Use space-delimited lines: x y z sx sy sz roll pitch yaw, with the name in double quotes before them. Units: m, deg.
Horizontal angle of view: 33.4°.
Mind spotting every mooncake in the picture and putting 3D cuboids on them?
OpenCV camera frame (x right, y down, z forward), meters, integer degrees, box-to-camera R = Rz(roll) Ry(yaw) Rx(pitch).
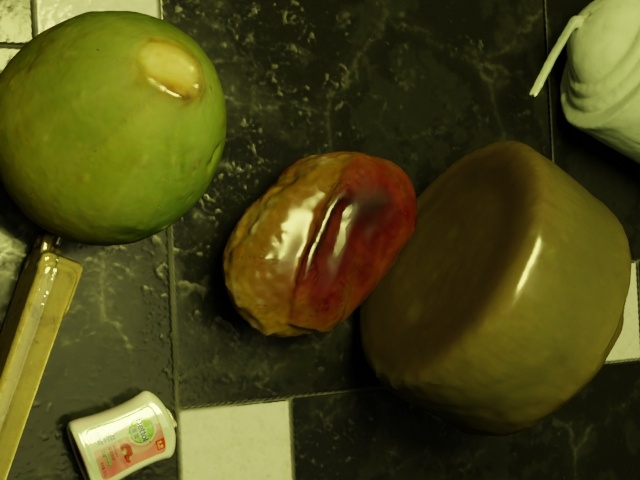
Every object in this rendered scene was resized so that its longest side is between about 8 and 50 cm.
"mooncake" 0.174 0.052 1.069 0.156 0.284 0.284 28 76 -23

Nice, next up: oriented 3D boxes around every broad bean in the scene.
"broad bean" 0.000 0.001 1.077 0.228 0.122 0.156 -43 117 -17

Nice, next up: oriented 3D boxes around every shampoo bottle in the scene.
"shampoo bottle" -0.185 0.189 1.021 0.099 0.043 0.072 -21 97 -25

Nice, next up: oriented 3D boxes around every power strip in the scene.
"power strip" -0.279 0.131 0.966 0.044 0.064 0.305 21 79 -26

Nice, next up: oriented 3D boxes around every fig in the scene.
"fig" -0.173 -0.107 0.942 0.207 0.230 0.207 42 31 -32

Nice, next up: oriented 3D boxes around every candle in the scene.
"candle" 0.414 -0.187 1.232 0.343 0.221 0.221 26 77 -22
